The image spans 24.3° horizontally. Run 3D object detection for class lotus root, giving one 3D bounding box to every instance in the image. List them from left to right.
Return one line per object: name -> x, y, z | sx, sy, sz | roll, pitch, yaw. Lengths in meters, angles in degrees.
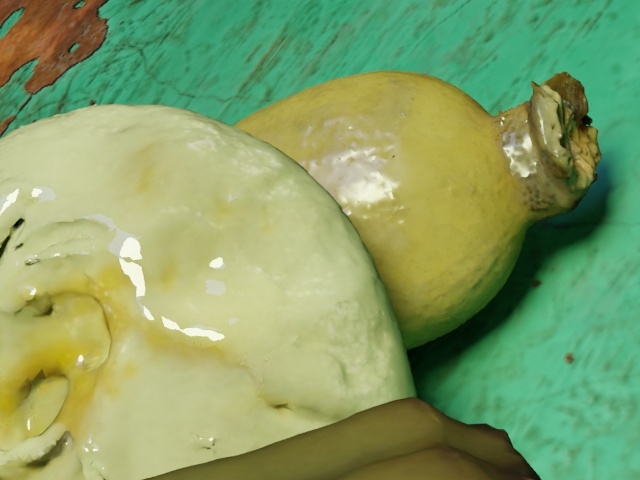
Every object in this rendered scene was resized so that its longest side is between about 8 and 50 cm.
lotus root -> -0.002, -0.002, 0.784 | 0.303, 0.131, 0.146 | -23, 85, 26

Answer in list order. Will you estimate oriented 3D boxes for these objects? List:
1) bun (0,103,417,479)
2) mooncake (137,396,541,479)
bun -> -0.096, 0.076, 0.691 | 0.287, 0.287, 0.146 | -11, 3, 33
mooncake -> 0.031, 0.193, 0.445 | 0.161, 0.290, 0.290 | -21, 38, -6
